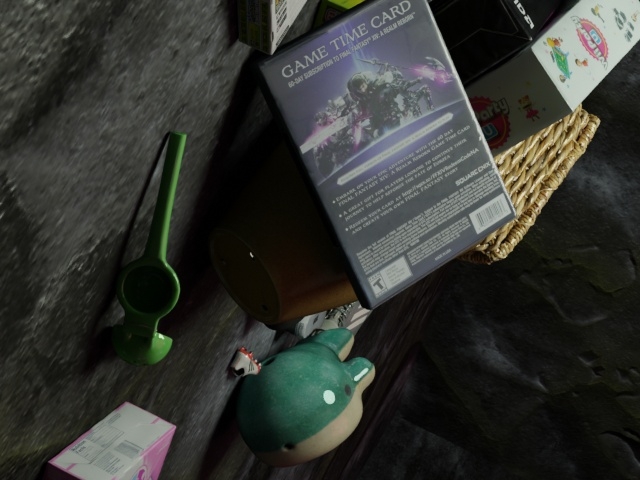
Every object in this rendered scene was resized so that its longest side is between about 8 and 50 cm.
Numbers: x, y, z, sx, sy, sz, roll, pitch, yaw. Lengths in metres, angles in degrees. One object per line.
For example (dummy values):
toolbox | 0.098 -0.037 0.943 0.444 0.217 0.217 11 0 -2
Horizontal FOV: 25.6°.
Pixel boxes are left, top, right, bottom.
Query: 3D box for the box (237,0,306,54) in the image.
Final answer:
box | -0.011 -0.280 1.270 0.207 0.036 0.114 -60 168 -25

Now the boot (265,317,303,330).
boot | 0.000 0.000 1.836 0.244 0.088 0.176 -51 165 -26

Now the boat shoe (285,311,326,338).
boat shoe | -0.021 0.109 2.084 0.142 0.040 0.049 -30 135 -72

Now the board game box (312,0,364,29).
board game box | 0.040 -0.246 1.576 0.181 0.043 0.092 -47 160 -57

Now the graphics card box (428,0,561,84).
graphics card box | 0.182 -0.268 1.765 0.232 0.094 0.371 -31 -173 26

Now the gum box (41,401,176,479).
gum box | -0.218 0.244 1.375 0.107 0.062 0.188 -69 169 18

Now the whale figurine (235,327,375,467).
whale figurine | -0.029 0.196 2.000 0.216 0.141 0.272 -23 -157 24

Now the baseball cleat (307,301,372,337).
baseball cleat | 0.039 0.121 2.322 0.206 0.072 0.109 -69 162 3

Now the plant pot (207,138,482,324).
plant pot | 0.014 -0.025 1.511 0.254 0.237 0.237 -35 155 -28

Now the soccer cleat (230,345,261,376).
soccer cleat | -0.101 0.167 1.869 0.036 0.029 0.083 -53 164 -14

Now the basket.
basket | 0.209 -0.120 2.032 0.299 0.223 0.213 -54 -168 -23

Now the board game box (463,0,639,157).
board game box | 0.260 -0.209 1.776 0.224 0.097 0.303 -29 -171 41

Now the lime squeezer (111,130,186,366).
lime squeezer | -0.148 0.047 1.290 0.110 0.058 0.310 -55 165 -41

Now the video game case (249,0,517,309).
video game case | 0.069 -0.096 1.407 0.196 0.274 0.026 -31 -163 -19
